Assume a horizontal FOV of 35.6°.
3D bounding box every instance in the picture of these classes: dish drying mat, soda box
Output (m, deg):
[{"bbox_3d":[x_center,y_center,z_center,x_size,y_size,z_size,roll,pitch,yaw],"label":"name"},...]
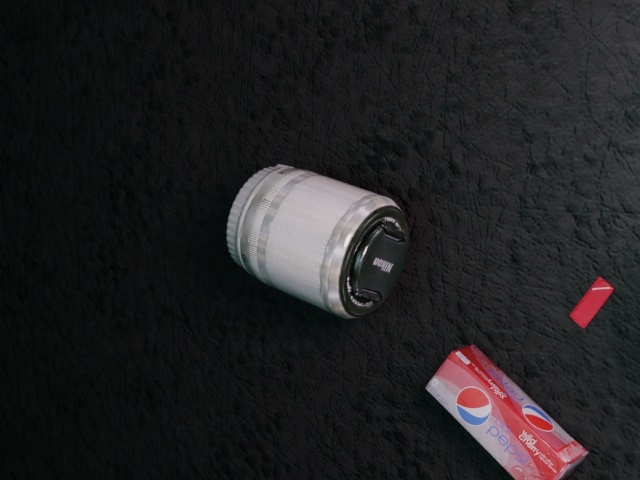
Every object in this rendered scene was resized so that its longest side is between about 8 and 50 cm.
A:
[{"bbox_3d":[0.428,0.098,1.573,0.032,0.008,0.083,43,117,25],"label":"dish drying mat"},{"bbox_3d":[0.302,0.295,1.636,0.263,0.083,0.092,44,118,26],"label":"soda box"}]

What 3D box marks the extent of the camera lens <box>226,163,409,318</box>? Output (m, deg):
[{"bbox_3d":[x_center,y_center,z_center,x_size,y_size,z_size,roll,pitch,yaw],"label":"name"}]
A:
[{"bbox_3d":[0.000,0.000,1.750,0.274,0.219,0.220,21,106,33],"label":"camera lens"}]
